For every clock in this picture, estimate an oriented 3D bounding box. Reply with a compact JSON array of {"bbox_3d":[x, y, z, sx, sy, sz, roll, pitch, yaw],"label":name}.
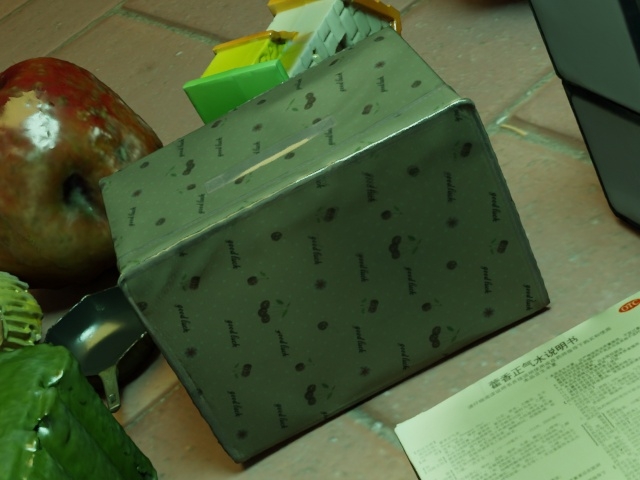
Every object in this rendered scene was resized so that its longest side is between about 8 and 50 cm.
[{"bbox_3d":[0.003,-0.149,1.203,0.106,0.220,0.255,-9,37,32],"label":"clock"}]

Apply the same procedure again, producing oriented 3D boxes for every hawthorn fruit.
[{"bbox_3d":[-0.299,-0.075,1.312,0.258,0.262,0.258,-32,-6,-4],"label":"hawthorn fruit"}]

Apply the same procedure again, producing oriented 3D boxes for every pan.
[{"bbox_3d":[-0.217,0.125,1.151,0.128,0.048,0.202,-19,32,18],"label":"pan"}]

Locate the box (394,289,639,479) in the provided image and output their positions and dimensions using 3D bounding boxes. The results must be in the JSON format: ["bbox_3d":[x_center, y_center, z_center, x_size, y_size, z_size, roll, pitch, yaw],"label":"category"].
[{"bbox_3d":[0.177,0.146,0.773,0.212,0.095,0.168,-29,34,-1],"label":"box"}]

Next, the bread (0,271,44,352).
[{"bbox_3d":[-0.379,0.111,1.216,0.190,0.114,0.132,-35,67,13],"label":"bread"}]

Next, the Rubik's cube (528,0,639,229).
[{"bbox_3d":[0.371,-0.161,0.846,0.313,0.316,0.318,-34,34,-8],"label":"Rubik's cube"}]

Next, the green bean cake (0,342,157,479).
[{"bbox_3d":[-0.309,0.245,0.902,0.319,0.218,0.335,-23,35,10],"label":"green bean cake"}]

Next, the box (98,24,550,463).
[{"bbox_3d":[0.000,0.000,0.992,0.297,0.225,0.190,-27,33,1],"label":"box"}]
